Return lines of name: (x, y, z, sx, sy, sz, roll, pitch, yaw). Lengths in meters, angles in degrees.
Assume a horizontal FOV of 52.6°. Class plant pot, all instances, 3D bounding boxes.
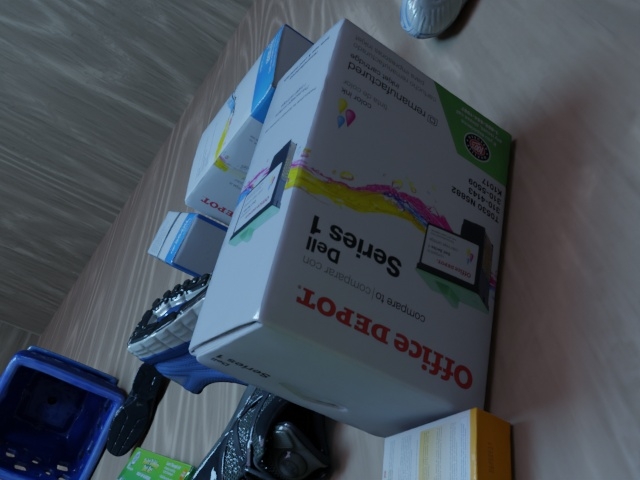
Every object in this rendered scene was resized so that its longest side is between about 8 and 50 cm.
plant pot: (-0.559, 0.358, 1.345, 0.236, 0.236, 0.212, -64, 17, -4)

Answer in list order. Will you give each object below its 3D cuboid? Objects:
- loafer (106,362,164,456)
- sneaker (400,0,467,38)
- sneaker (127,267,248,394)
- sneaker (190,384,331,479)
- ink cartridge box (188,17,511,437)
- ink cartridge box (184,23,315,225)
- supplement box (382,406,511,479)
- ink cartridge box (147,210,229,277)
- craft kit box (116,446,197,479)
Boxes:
loafer: (-0.321, 0.296, 1.144, 0.170, 0.062, 0.061, -64, 1, -14)
sneaker: (0.175, -0.360, 0.804, 0.237, 0.085, 0.086, -55, 17, 8)
sneaker: (-0.062, 0.084, 0.761, 0.330, 0.147, 0.130, -28, 25, 23)
sneaker: (-0.065, 0.236, 0.631, 0.227, 0.087, 0.130, -61, 16, -12)
ink cartridge box: (0.040, -0.005, 0.536, 0.117, 0.201, 0.278, -30, 39, 51)
ink cartridge box: (-0.054, -0.135, 0.910, 0.232, 0.171, 0.168, -43, 29, 35)
supplement box: (0.088, 0.164, 0.460, 0.098, 0.036, 0.062, -37, 34, 45)
ink cartridge box: (-0.169, 0.021, 1.004, 0.086, 0.148, 0.203, -66, 24, -6)
craft kit box: (-0.253, 0.394, 0.822, 0.250, 0.061, 0.247, -19, 37, 58)
